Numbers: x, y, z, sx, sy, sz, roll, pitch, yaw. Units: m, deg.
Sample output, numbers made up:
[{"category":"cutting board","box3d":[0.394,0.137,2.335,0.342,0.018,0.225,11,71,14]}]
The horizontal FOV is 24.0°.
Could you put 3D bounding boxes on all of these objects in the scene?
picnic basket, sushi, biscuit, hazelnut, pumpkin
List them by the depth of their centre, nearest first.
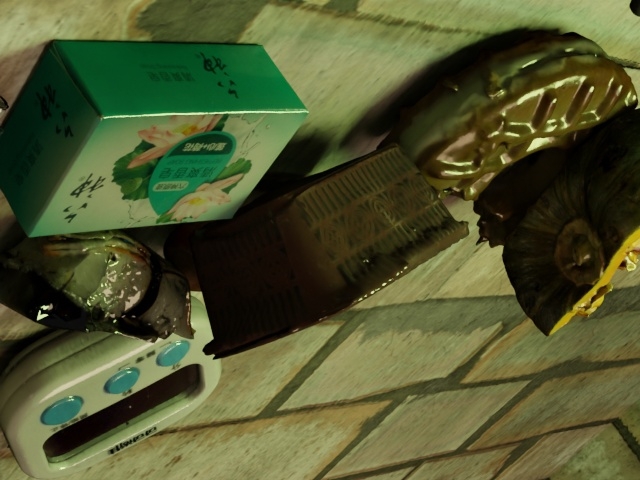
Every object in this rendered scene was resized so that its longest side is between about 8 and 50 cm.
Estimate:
[{"category":"sushi","box3d":[-0.199,0.034,1.491,0.273,0.134,0.109,16,96,-48]},{"category":"picnic basket","box3d":[0.000,0.000,1.528,0.222,0.129,0.297,-20,-174,39]},{"category":"hazelnut","box3d":[-0.126,0.010,1.582,0.086,0.086,0.086,-28,156,-14]},{"category":"biscuit","box3d":[0.232,-0.123,1.730,0.268,0.115,0.366,-39,157,10]},{"category":"pumpkin","box3d":[0.356,-0.029,1.759,0.190,0.139,0.280,-14,151,-38]}]

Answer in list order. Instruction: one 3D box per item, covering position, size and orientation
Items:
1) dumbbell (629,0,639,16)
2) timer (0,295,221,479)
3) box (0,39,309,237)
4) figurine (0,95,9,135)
[{"category":"dumbbell","box3d":[0.373,-0.339,1.460,0.143,0.143,0.325,-19,152,-30]},{"category":"timer","box3d":[-0.241,0.160,1.700,0.262,0.087,0.237,-26,155,-15]},{"category":"box","box3d":[-0.150,-0.091,1.328,0.245,0.092,0.153,-8,146,-46]},{"category":"figurine","box3d":[-0.295,-0.077,1.236,0.106,0.047,0.060,-52,173,17]}]
